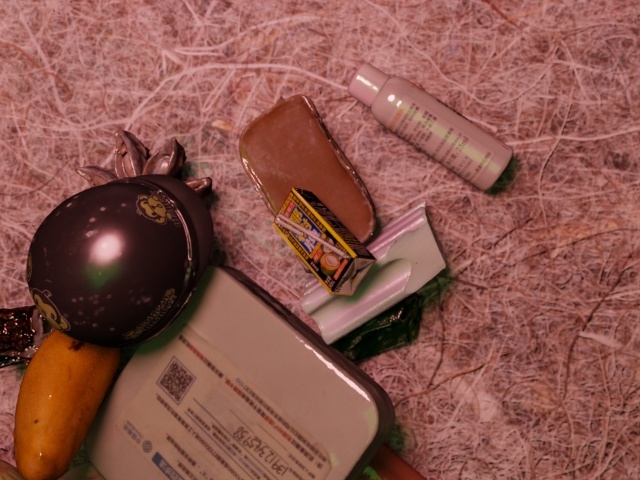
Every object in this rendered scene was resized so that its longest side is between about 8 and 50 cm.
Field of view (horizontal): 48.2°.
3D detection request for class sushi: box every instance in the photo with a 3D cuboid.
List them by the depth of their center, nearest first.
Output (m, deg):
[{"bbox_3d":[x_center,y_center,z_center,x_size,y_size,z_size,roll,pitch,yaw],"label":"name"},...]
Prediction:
[{"bbox_3d":[-0.482,0.152,1.170,0.084,0.098,0.094,-10,96,7],"label":"sushi"}]

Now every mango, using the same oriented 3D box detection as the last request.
[{"bbox_3d":[-0.393,0.235,1.082,0.120,0.295,0.177,22,128,-6],"label":"mango"}]

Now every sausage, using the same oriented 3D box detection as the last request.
[{"bbox_3d":[0.091,0.372,1.146,0.289,0.086,0.086,39,97,2],"label":"sausage"}]

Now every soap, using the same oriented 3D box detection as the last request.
[{"bbox_3d":[0.089,0.048,1.094,0.230,0.145,0.091,-32,101,12],"label":"soap"}]

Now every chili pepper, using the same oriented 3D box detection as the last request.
[{"bbox_3d":[0.069,0.146,1.129,0.216,0.108,0.062,-29,60,10],"label":"chili pepper"}]

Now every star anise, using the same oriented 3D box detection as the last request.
[{"bbox_3d":[-0.271,-0.051,1.133,0.235,0.109,0.223,10,87,21],"label":"star anise"}]

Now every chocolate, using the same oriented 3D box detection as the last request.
[{"bbox_3d":[-0.012,-0.094,1.118,0.161,0.083,0.262,-28,91,24],"label":"chocolate"}]

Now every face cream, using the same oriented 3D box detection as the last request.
[{"bbox_3d":[0.163,-0.179,1.095,0.269,0.082,0.082,34,97,1],"label":"face cream"}]

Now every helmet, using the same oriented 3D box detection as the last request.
[{"bbox_3d":[-0.298,0.023,1.001,0.279,0.160,0.231,-43,73,10],"label":"helmet"}]

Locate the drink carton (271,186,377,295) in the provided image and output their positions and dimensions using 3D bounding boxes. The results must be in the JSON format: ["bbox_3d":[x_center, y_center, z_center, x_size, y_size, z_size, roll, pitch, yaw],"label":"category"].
[{"bbox_3d":[0.000,0.000,1.024,0.166,0.056,0.071,47,114,35],"label":"drink carton"}]

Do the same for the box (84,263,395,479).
[{"bbox_3d":[-0.138,0.289,1.099,0.396,0.111,0.397,38,99,22],"label":"box"}]

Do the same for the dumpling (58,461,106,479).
[{"bbox_3d":[-0.361,0.527,1.122,0.187,0.243,0.318,-7,91,22],"label":"dumpling"}]

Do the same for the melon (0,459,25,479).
[{"bbox_3d":[-0.582,0.506,1.138,0.248,0.248,0.329,25,88,2],"label":"melon"}]
